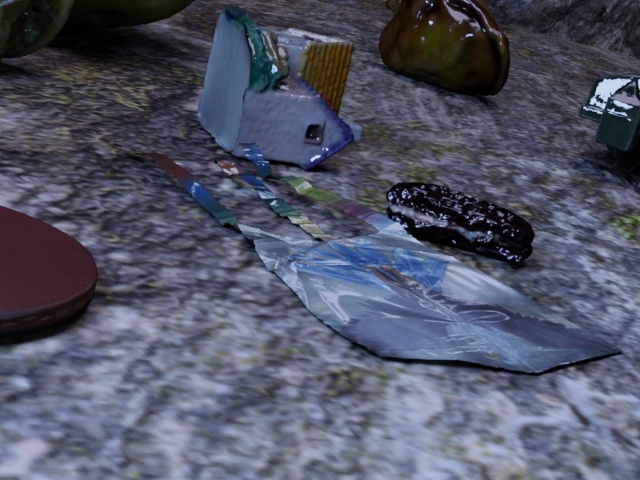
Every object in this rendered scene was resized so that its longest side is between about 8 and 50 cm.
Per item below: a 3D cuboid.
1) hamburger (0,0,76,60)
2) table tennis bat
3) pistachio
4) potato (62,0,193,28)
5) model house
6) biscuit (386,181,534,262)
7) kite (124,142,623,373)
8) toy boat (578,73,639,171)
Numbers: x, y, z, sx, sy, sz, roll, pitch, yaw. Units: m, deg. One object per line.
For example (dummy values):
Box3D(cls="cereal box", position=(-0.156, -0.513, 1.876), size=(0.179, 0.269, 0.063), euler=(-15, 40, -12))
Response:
Box3D(cls="hamburger", position=(-0.245, -0.206, 0.891), size=(0.185, 0.177, 0.113), euler=(-10, 2, 14))
Box3D(cls="table tennis bat", position=(-0.159, 0.010, 0.453), size=(0.130, 0.019, 0.220), euler=(18, 13, 9))
Box3D(cls="pistachio", position=(0.148, -0.238, 1.495), size=(0.210, 0.130, 0.165), euler=(31, -19, 47))
Box3D(cls="potato", position=(-0.242, -0.273, 1.139), size=(0.330, 0.213, 0.280), euler=(12, 30, -52))
Box3D(cls="model house", position=(-0.020, -0.102, 0.873), size=(0.100, 0.088, 0.101), euler=(8, 20, -22))
Box3D(cls="biscuit", position=(0.084, -0.011, 0.760), size=(0.087, 0.027, 0.089), euler=(5, 18, -37))
Box3D(cls="kite", position=(0.001, -0.002, 0.668), size=(0.169, 0.015, 0.310), euler=(0, 22, -44))
Box3D(cls="toy boat", position=(0.344, -0.105, 1.262), size=(0.141, 0.092, 0.319), euler=(19, 8, 18))
